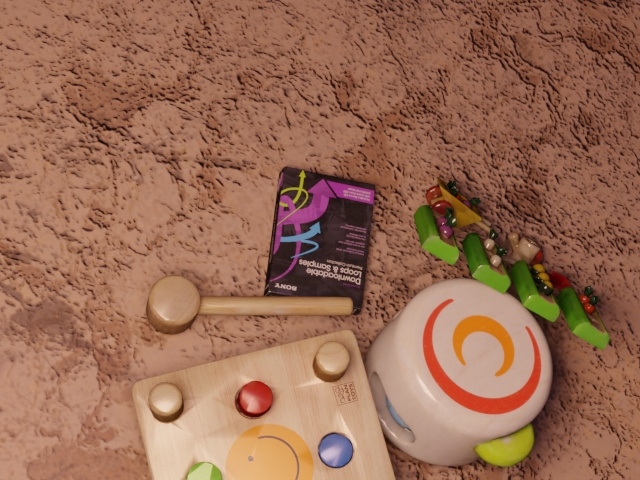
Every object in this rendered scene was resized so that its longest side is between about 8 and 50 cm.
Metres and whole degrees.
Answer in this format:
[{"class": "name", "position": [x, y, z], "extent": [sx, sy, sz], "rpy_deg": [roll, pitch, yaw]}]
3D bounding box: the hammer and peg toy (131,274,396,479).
[{"class": "hammer and peg toy", "position": [-0.061, 0.191, 1.608], "extent": [0.265, 0.127, 0.361], "rpy_deg": [-13, 75, -8]}]

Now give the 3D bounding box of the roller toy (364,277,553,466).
[{"class": "roller toy", "position": [0.152, 0.150, 1.694], "extent": [0.191, 0.146, 0.209], "rpy_deg": [21, 58, -10]}]

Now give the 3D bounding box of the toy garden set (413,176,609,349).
[{"class": "toy garden set", "position": [0.225, 0.012, 1.750], "extent": [0.244, 0.204, 0.049], "rpy_deg": [29, 107, -11]}]

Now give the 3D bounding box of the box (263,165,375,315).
[{"class": "box", "position": [0.000, 0.000, 1.766], "extent": [0.116, 0.029, 0.162], "rpy_deg": [11, 70, -12]}]
